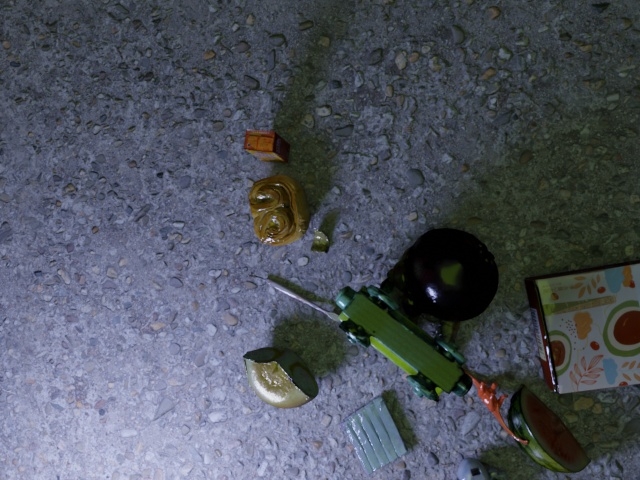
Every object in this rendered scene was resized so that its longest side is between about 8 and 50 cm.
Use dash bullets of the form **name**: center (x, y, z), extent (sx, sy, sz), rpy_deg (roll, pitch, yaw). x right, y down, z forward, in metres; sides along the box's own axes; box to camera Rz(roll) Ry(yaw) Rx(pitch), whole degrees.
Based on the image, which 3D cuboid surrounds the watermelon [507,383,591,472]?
- **watermelon**: center (0.678, 0.625, 1.525), extent (0.303, 0.159, 0.128), rpy_deg (48, 134, 8)

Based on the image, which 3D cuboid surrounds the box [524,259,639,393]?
- **box**: center (0.858, 0.254, 1.481), extent (0.385, 0.122, 0.344), rpy_deg (-10, 86, 8)

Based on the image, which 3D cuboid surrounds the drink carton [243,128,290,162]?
- **drink carton**: center (-0.169, -0.306, 1.603), extent (0.096, 0.223, 0.071), rpy_deg (7, 91, 9)

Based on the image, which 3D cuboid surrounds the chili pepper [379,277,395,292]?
- **chili pepper**: center (0.236, 0.262, 1.606), extent (0.122, 0.065, 0.278), rpy_deg (-20, 83, 8)

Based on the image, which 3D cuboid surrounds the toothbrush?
- **toothbrush**: center (-0.056, 0.203, 1.674), extent (0.307, 0.029, 0.025), rpy_deg (27, 92, 11)

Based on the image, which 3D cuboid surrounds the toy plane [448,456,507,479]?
- **toy plane**: center (0.485, 0.803, 1.532), extent (0.245, 0.117, 0.244), rpy_deg (1, 83, -7)

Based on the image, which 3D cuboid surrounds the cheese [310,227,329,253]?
- **cheese**: center (0.000, -0.001, 1.661), extent (0.060, 0.041, 0.084), rpy_deg (7, 105, 16)

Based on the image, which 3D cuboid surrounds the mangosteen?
- **mangosteen**: center (0.374, 0.117, 1.474), extent (0.313, 0.297, 0.297), rpy_deg (-42, 83, 3)

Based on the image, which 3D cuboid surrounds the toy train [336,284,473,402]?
- **toy train**: center (0.233, 0.291, 1.432), extent (0.442, 0.272, 0.179), rpy_deg (37, 86, 11)

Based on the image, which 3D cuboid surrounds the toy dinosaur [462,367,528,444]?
- **toy dinosaur**: center (0.543, 0.503, 1.522), extent (0.055, 0.101, 0.279), rpy_deg (-16, 46, -24)

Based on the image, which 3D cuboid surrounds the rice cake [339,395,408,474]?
- **rice cake**: center (0.178, 0.644, 1.618), extent (0.189, 0.037, 0.198), rpy_deg (-34, 83, 6)

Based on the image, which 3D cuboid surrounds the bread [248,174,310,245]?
- **bread**: center (-0.135, -0.101, 1.645), extent (0.198, 0.120, 0.236), rpy_deg (-11, 87, 10)

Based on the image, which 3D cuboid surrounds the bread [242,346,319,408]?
- **bread**: center (-0.144, 0.455, 1.624), extent (0.260, 0.158, 0.156), rpy_deg (46, 106, 7)

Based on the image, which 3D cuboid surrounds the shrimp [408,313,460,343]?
- **shrimp**: center (0.359, 0.328, 1.595), extent (0.169, 0.058, 0.295), rpy_deg (8, 87, 18)
